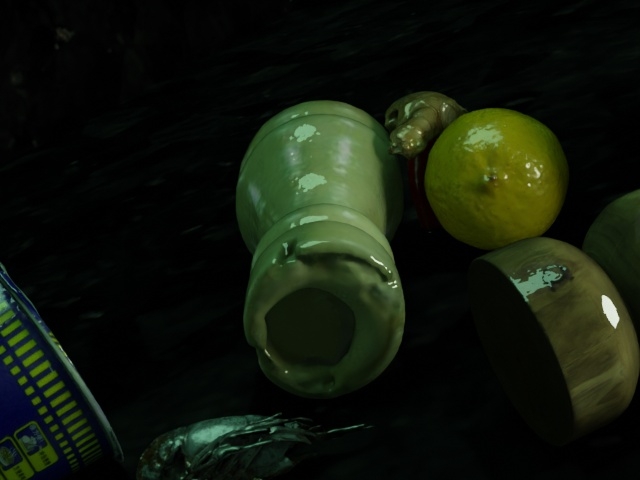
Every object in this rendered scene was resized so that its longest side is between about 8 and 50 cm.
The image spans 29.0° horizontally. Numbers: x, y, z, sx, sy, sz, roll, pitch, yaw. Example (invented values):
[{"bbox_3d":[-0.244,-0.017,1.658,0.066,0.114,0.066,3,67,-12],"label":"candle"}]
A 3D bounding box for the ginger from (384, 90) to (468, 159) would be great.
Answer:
[{"bbox_3d":[0.117,-0.150,1.582,0.096,0.067,0.165,9,26,29],"label":"ginger"}]

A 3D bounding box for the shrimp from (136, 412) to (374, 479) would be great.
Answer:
[{"bbox_3d":[-0.062,0.200,1.175,0.233,0.079,0.090,-13,-20,1],"label":"shrimp"}]

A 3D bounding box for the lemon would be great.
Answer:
[{"bbox_3d":[0.218,-0.076,1.527,0.178,0.178,0.203,-13,3,16],"label":"lemon"}]

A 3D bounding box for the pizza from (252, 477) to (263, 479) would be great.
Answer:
[{"bbox_3d":[-0.050,0.245,1.100,0.078,0.025,0.083,-13,25,32],"label":"pizza"}]

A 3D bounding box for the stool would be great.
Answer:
[{"bbox_3d":[0.287,0.048,1.095,0.264,0.179,0.179,-23,18,-12],"label":"stool"}]

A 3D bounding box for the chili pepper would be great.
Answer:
[{"bbox_3d":[0.155,-0.104,1.682,0.088,0.169,0.065,-24,19,-20],"label":"chili pepper"}]

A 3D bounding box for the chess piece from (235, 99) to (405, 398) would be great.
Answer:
[{"bbox_3d":[0.000,0.000,1.459,0.234,0.234,0.442,-17,21,6],"label":"chess piece"}]

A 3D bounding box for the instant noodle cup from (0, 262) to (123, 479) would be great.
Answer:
[{"bbox_3d":[-0.406,0.202,1.247,0.312,0.284,0.284,-35,23,-20],"label":"instant noodle cup"}]
